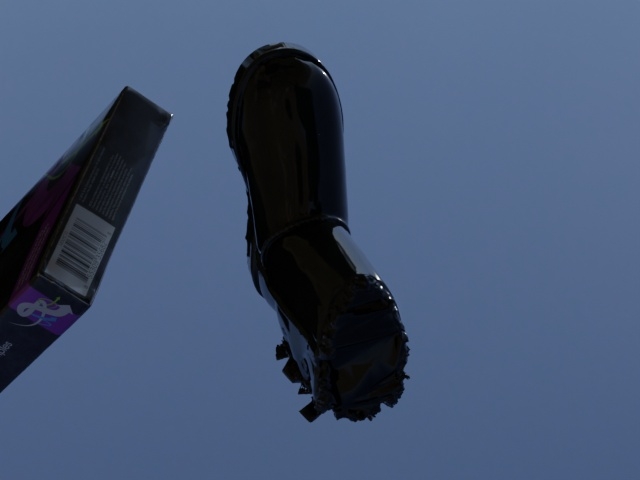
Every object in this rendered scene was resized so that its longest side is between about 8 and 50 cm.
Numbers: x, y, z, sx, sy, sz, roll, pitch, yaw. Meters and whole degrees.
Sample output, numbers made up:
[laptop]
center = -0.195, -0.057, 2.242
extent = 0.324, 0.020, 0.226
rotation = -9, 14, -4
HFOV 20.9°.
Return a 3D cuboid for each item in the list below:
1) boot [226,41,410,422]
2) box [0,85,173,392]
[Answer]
[boot]
center = -0.001, 0.000, 0.638
extent = 0.045, 0.121, 0.099
rotation = -9, -147, -15
[box]
center = -0.130, 0.018, 0.750
extent = 0.162, 0.029, 0.116
rotation = -42, -158, 42
